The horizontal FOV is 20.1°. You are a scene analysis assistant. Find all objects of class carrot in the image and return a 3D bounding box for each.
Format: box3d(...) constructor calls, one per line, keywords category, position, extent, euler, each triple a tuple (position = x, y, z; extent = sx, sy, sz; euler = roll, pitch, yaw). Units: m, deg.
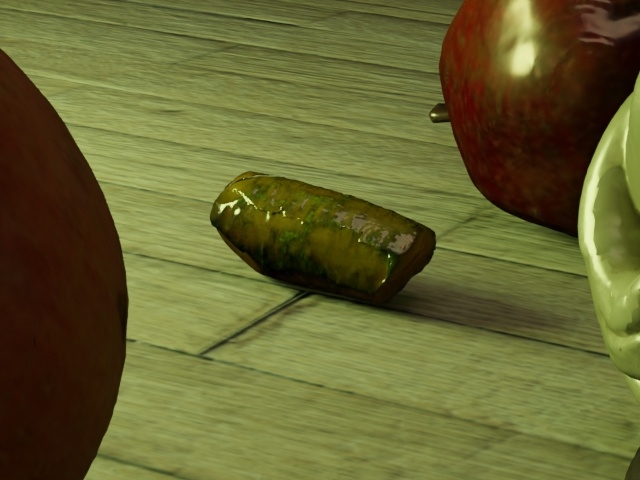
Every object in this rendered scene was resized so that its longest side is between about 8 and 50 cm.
box3d(category="carrot", position=(0.000, 0.000, 1.380), extent=(0.173, 0.082, 0.082), euler=(21, 23, 28))

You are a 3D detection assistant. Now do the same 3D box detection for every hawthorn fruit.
box3d(category="hawthorn fruit", position=(0.250, -0.129, 1.545), extent=(0.308, 0.325, 0.308), euler=(6, 56, -9))

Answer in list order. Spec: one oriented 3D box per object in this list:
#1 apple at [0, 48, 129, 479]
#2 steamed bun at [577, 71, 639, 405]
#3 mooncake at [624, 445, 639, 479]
box3d(category="apple", position=(-0.258, 0.042, 0.722), extent=(0.364, 0.364, 0.364), euler=(3, 17, -1))
box3d(category="steamed bun", position=(0.351, -0.018, 1.079), extent=(0.368, 0.342, 0.255), euler=(24, 16, 6))
box3d(category="mooncake", position=(0.248, 0.153, 0.815), extent=(0.245, 0.133, 0.245), euler=(3, 17, -1))
